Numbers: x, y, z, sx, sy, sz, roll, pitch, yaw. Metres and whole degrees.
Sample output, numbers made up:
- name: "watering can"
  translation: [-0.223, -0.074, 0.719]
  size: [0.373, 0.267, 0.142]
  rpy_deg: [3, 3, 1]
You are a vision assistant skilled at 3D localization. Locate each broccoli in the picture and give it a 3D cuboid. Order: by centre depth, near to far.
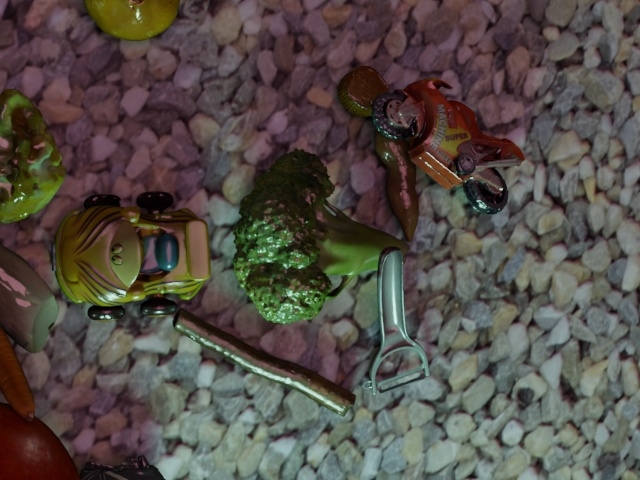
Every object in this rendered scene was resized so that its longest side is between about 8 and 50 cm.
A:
- name: "broccoli"
  translation: [-0.033, -0.012, 1.954]
  size: [0.302, 0.186, 0.254]
  rpy_deg: [-28, 93, -59]

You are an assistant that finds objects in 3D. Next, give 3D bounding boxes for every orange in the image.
- name: "orange"
  translation: [-0.292, -0.388, 1.891]
  size: [0.154, 0.134, 0.155]
  rpy_deg: [-2, 95, -19]

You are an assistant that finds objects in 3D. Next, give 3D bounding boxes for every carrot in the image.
- name: "carrot"
  translation: [-0.469, 0.161, 1.742]
  size: [0.062, 0.066, 0.271]
  rpy_deg: [-28, 62, -30]

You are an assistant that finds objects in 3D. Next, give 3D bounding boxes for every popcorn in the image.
- name: "popcorn"
  translation: [-0.473, -0.129, 1.799]
  size: [0.198, 0.212, 0.198]
  rpy_deg: [18, 50, -24]

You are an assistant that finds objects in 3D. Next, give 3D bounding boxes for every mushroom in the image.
- name: "mushroom"
  translation: [-0.489, 0.059, 1.832]
  size: [0.247, 0.108, 0.096]
  rpy_deg: [44, 46, -13]

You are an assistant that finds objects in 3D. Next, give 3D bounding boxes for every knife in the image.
- name: "knife"
  translation: [0.111, 0.124, 1.986]
  size: [0.123, 0.053, 0.278]
  rpy_deg: [-20, 124, -20]

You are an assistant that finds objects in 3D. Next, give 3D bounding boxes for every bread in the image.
- name: "bread"
  translation: [0.070, -0.248, 2.032]
  size: [0.085, 0.053, 0.085]
  rpy_deg: [6, 75, -22]

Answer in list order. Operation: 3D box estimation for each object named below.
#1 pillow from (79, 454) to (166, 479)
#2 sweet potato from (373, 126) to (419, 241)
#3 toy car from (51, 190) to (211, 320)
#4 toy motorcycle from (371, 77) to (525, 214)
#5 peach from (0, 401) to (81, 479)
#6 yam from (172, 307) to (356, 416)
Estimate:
- name: "pillow"
  translation: [-0.307, 0.503, 1.867]
  size: [0.161, 0.092, 0.335]
  rpy_deg: [-3, 89, -20]
- name: "sweet potato"
  translation: [0.135, -0.106, 2.045]
  size: [0.065, 0.051, 0.218]
  rpy_deg: [-16, 93, -20]
- name: "toy car"
  translation: [-0.285, 0.022, 1.868]
  size: [0.247, 0.142, 0.200]
  rpy_deg: [-5, 88, -18]
- name: "toy motorcycle"
  translation: [0.216, -0.172, 2.032]
  size: [0.298, 0.089, 0.171]
  rpy_deg: [37, 50, -18]
- name: "peach"
  translation: [-0.490, 0.400, 1.680]
  size: [0.370, 0.370, 0.370]
  rpy_deg: [1, 87, -16]
- name: "yam"
  translation: [-0.091, 0.198, 1.969]
  size: [0.326, 0.045, 0.045]
  rpy_deg: [28, 50, -13]
